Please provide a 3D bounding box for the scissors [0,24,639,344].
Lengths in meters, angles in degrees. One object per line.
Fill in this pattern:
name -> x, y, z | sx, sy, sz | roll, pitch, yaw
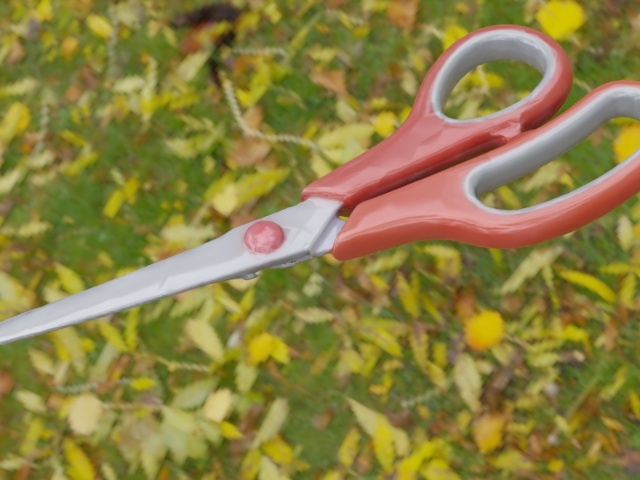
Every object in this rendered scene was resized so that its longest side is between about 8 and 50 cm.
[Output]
scissors -> 0.000, 0.000, 0.613 | 0.297, 0.021, 0.109 | -30, 53, -18
